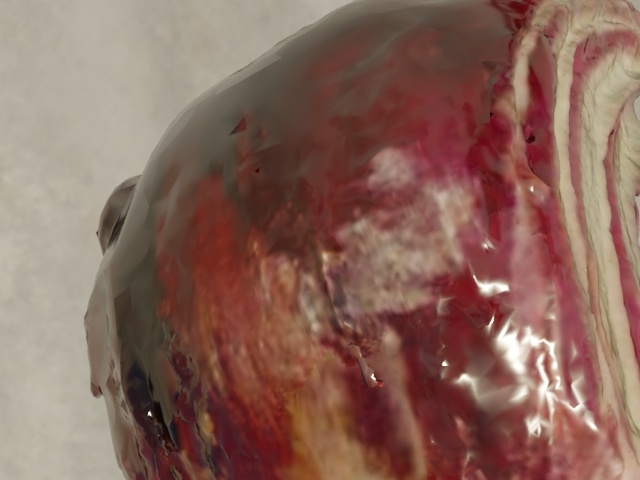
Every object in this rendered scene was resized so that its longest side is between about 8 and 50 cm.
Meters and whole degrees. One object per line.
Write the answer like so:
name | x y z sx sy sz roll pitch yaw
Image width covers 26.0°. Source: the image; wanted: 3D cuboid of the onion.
onion | 0.000 0.000 0.570 0.280 0.314 0.146 -11 146 20
